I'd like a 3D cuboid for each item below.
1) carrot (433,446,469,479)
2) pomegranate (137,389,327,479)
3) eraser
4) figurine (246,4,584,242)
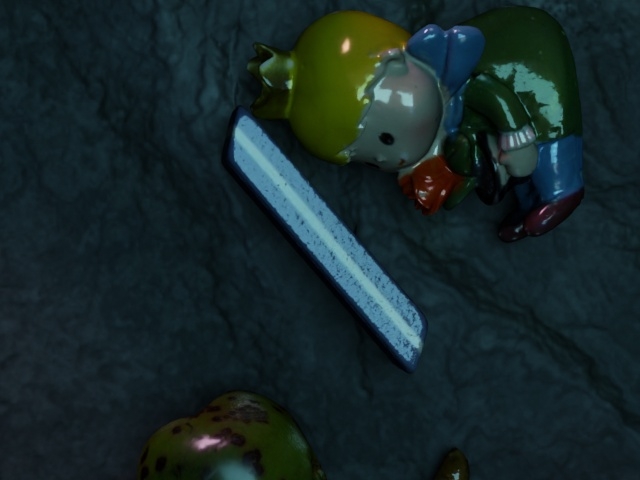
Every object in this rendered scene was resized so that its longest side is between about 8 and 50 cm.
[{"bbox_3d":[0.067,0.245,1.030,0.047,0.047,0.191,31,84,-8],"label":"carrot"},{"bbox_3d":[-0.075,0.189,0.967,0.169,0.122,0.143,-16,121,-12],"label":"pomegranate"},{"bbox_3d":[0.000,0.000,1.002,0.036,0.082,0.225,-41,96,-6],"label":"eraser"},{"bbox_3d":[0.068,-0.079,1.001,0.234,0.127,0.185,-9,96,-21],"label":"figurine"}]
